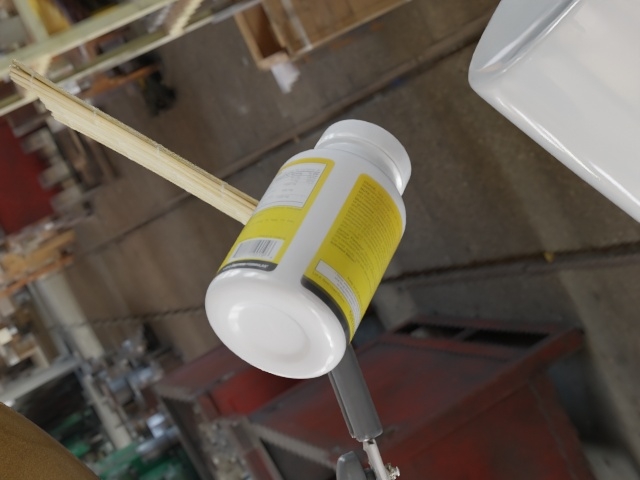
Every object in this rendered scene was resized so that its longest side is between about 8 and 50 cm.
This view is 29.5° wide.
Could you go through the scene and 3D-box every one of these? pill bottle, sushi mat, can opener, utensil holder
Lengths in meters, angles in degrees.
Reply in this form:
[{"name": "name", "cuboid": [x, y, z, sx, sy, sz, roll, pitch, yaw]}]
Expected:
[{"name": "pill bottle", "cuboid": [0.000, 0.000, 0.867, 0.103, 0.184, 0.103, 17, 141, 15]}, {"name": "sushi mat", "cuboid": [-0.132, -0.063, 1.092, 0.316, 0.019, 0.151, 30, 175, 11]}, {"name": "can opener", "cuboid": [0.053, 0.293, 1.907, 0.074, 0.093, 0.280, 178, 76, -74]}, {"name": "utensil holder", "cuboid": [0.361, -0.133, 0.984, 0.385, 0.328, 0.327, 35, 164, -10]}]

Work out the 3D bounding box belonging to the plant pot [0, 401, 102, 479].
[{"name": "plant pot", "cuboid": [-0.374, 0.274, 1.314, 0.237, 0.237, 0.254, 37, 158, 51]}]
